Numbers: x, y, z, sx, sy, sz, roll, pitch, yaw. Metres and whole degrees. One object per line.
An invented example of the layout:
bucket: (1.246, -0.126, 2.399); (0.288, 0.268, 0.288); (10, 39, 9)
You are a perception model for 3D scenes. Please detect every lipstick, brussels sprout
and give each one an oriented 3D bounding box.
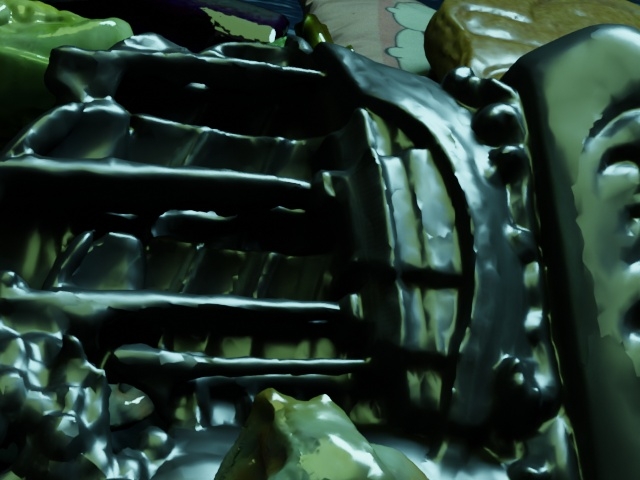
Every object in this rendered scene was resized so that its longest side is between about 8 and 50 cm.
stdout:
lipstick: (-0.166, -0.138, 1.011); (0.300, 0.081, 0.081); (15, 19, 3)
brussels sprout: (-0.155, -0.077, 0.833); (0.181, 0.100, 0.139); (-2, 17, 2)

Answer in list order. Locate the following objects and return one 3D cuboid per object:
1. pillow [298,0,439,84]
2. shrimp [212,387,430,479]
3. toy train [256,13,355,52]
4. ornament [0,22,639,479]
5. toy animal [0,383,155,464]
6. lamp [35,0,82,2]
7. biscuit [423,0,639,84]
pillow: (0.086, -0.073, 0.993); (0.223, 0.084, 0.236); (16, 26, -13)
shrimp: (-0.013, 0.125, 0.349); (0.166, 0.049, 0.161); (-27, 84, -34)
toy train: (0.000, 0.000, 0.674); (0.090, 0.137, 0.225); (-24, 28, 3)
ornament: (-0.019, 0.037, 0.472); (0.261, 0.106, 0.251); (7, 60, -20)
toy animal: (-0.170, 0.011, 0.592); (0.255, 0.089, 0.170); (2, 34, -19)
lamp: (-0.158, -0.204, 0.900); (0.209, 0.147, 0.284); (13, 12, 6)
biscuit: (0.181, -0.043, 0.905); (0.257, 0.049, 0.273); (-2, 48, -39)
